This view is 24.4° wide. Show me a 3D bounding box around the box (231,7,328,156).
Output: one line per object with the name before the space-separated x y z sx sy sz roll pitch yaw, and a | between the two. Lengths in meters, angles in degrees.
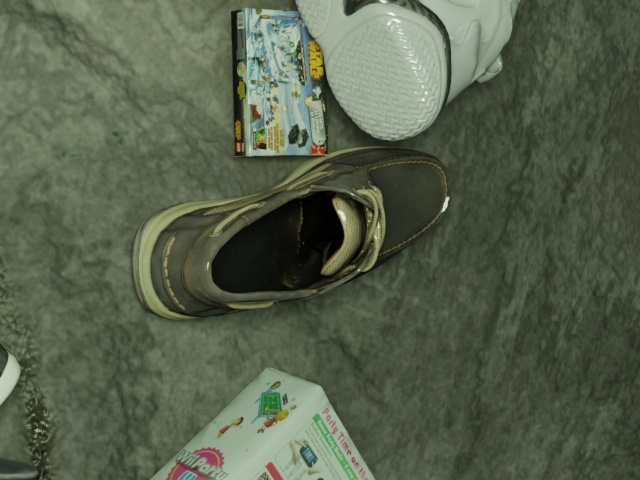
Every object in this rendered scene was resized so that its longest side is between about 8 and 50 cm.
box | -0.037 -0.147 1.385 0.094 0.027 0.137 -3 93 -37

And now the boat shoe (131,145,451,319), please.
boat shoe | 0.000 0.000 1.374 0.355 0.130 0.132 -22 109 -34

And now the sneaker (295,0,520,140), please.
sneaker | 0.066 -0.290 1.393 0.210 0.137 0.365 -28 101 -46

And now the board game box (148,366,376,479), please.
board game box | -0.077 0.305 1.378 0.303 0.097 0.224 -43 120 -24

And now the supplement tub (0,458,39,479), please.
supplement tub | -0.277 0.281 1.209 0.106 0.106 0.197 8 91 -39

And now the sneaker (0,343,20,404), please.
sneaker | -0.345 0.141 1.163 0.121 0.079 0.217 50 58 -28
